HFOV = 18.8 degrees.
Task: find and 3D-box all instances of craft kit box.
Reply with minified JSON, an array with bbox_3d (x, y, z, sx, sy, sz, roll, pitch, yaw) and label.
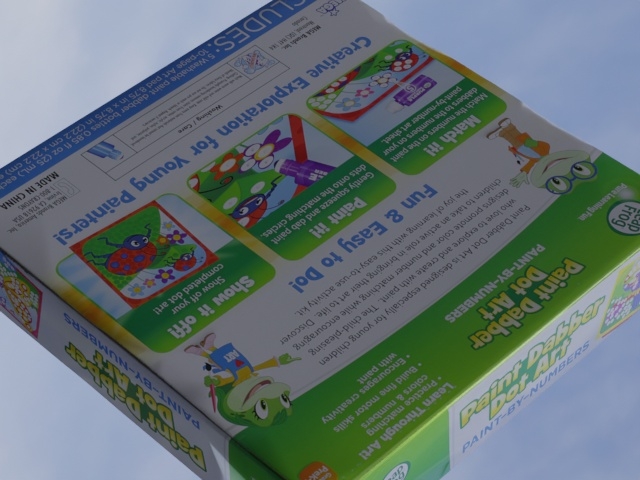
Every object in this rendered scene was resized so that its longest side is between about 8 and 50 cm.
[{"bbox_3d":[0.000,0.000,0.898,0.250,0.061,0.247,-35,-127,-30],"label":"craft kit box"}]
